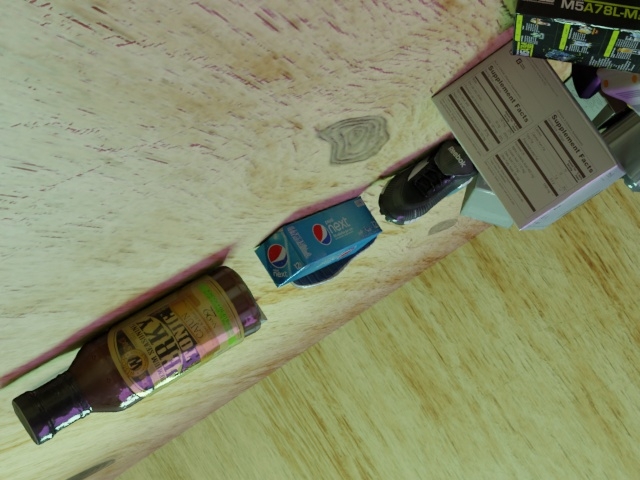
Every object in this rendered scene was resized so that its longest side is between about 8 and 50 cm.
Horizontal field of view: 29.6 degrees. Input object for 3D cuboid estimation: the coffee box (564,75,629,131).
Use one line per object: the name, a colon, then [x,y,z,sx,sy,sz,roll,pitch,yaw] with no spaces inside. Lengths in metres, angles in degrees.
coffee box: [0.464,-0.231,2.110,0.141,0.098,0.246,-30,171,-27]

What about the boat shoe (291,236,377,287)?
boat shoe: [0.017,0.033,2.059,0.183,0.066,0.066,-29,173,-25]

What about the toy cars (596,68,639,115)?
toy cars: [0.489,-0.183,1.636,0.176,0.087,0.393,-1,180,23]

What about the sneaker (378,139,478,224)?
sneaker: [0.180,-0.103,1.865,0.234,0.078,0.106,-31,170,-39]

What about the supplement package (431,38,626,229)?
supplement package: [0.282,-0.134,1.597,0.145,0.204,0.262,-36,171,15]

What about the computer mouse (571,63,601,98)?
computer mouse: [0.431,-0.307,1.669,0.272,0.072,0.188,-44,172,-9]

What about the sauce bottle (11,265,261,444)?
sauce bottle: [-0.243,0.158,1.627,0.344,0.111,0.111,-32,172,-21]

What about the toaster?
toaster: [0.562,-0.172,2.040,0.146,0.129,0.227,-42,168,26]

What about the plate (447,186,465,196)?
plate: [0.279,-0.125,2.290,0.188,0.024,0.188,-33,173,-5]

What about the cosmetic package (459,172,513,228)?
cosmetic package: [0.308,-0.108,2.057,0.238,0.107,0.127,106,1,-83]

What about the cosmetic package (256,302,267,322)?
cosmetic package: [-0.159,0.161,2.224,0.115,0.041,0.060,-34,171,6]

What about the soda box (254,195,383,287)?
soda box: [0.000,0.000,1.789,0.071,0.067,0.210,-38,170,36]

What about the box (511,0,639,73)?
box: [0.301,-0.226,1.310,0.190,0.184,0.045,27,76,-80]
